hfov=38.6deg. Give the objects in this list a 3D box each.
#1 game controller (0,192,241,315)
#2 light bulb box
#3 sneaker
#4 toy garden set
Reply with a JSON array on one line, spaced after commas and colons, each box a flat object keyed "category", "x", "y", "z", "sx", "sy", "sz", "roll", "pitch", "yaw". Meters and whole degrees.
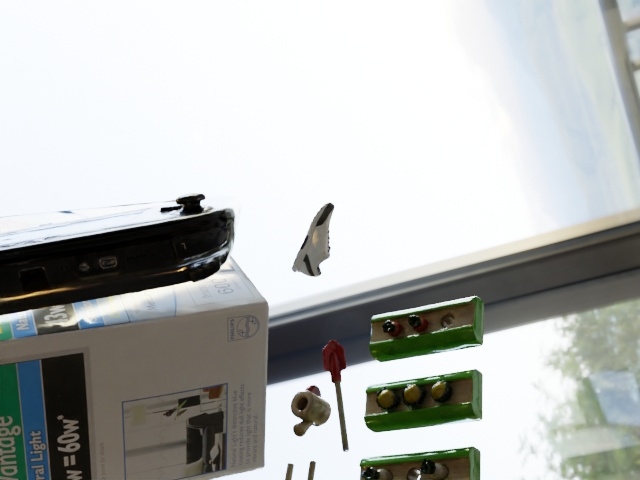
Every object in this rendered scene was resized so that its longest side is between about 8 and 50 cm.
[{"category": "game controller", "x": -0.216, "y": 0.009, "z": 0.670, "sx": 0.166, "sy": 0.319, "sz": 0.067, "roll": -103, "pitch": 4, "yaw": -74}, {"category": "light bulb box", "x": -0.287, "y": 0.122, "z": 1.088, "sx": 0.358, "sy": 0.361, "sz": 0.225, "roll": -137, "pitch": 45, "yaw": -58}, {"category": "sneaker", "x": 0.000, "y": 0.000, "z": 1.243, "sx": 0.040, "sy": 0.043, "sz": 0.109, "roll": -40, "pitch": -27, "yaw": -74}, {"category": "toy garden set", "x": 0.038, "y": 0.172, "z": 0.793, "sx": 0.049, "sy": 0.203, "sz": 0.244, "roll": 37, "pitch": -131, "yaw": -43}]
